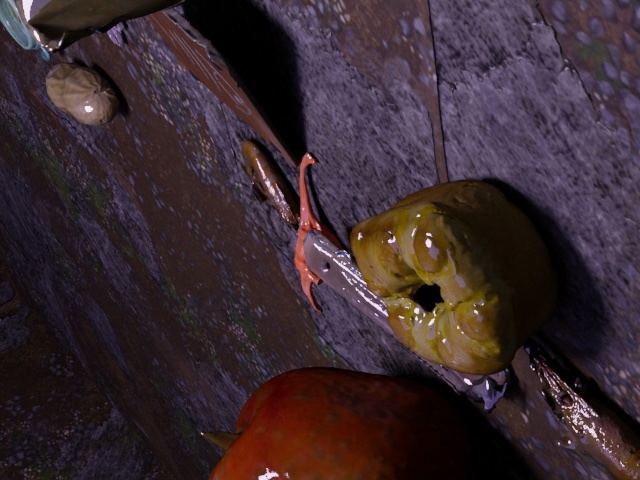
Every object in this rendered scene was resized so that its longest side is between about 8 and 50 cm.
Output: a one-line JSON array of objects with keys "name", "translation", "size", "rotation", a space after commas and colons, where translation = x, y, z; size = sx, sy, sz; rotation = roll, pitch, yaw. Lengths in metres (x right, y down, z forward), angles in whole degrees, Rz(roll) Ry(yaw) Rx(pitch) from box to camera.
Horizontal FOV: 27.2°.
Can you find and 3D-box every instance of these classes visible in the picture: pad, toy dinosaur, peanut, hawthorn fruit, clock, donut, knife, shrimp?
[{"name": "pad", "translation": [-0.153, -0.234, 1.770], "size": [0.284, 0.018, 0.286], "rotation": [43, 175, 34]}, {"name": "toy dinosaur", "translation": [-0.005, 0.002, 1.846], "size": [0.101, 0.055, 0.279], "rotation": [39, 138, 30]}, {"name": "peanut", "translation": [-0.433, -0.267, 2.382], "size": [0.214, 0.090, 0.098], "rotation": [27, 156, 52]}, {"name": "hawthorn fruit", "translation": [0.014, 0.348, 1.804], "size": [0.403, 0.403, 0.403], "rotation": [47, 157, 26]}, {"name": "clock", "translation": [-0.551, -0.424, 2.463], "size": [0.188, 0.060, 0.148], "rotation": [53, 159, 10]}, {"name": "donut", "translation": [0.149, 0.040, 1.449], "size": [0.208, 0.128, 0.261], "rotation": [61, 160, -13]}, {"name": "knife", "translation": [0.107, 0.094, 1.712], "size": [0.365, 0.043, 0.089], "rotation": [38, 125, 30]}, {"name": "shrimp", "translation": [0.294, 0.217, 1.470], "size": [0.262, 0.066, 0.117], "rotation": [48, 158, 29]}, {"name": "shrimp", "translation": [-0.072, -0.064, 1.937], "size": [0.178, 0.034, 0.124], "rotation": [57, 163, 6]}]

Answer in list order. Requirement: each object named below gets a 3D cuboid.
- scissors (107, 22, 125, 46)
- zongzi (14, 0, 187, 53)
[{"name": "scissors", "translation": [-0.372, -0.399, 2.156], "size": [0.189, 0.015, 0.100], "rotation": [53, 162, 15]}, {"name": "zongzi", "translation": [-0.100, -0.380, 1.481], "size": [0.447, 0.418, 0.181], "rotation": [-19, 96, 28]}]
